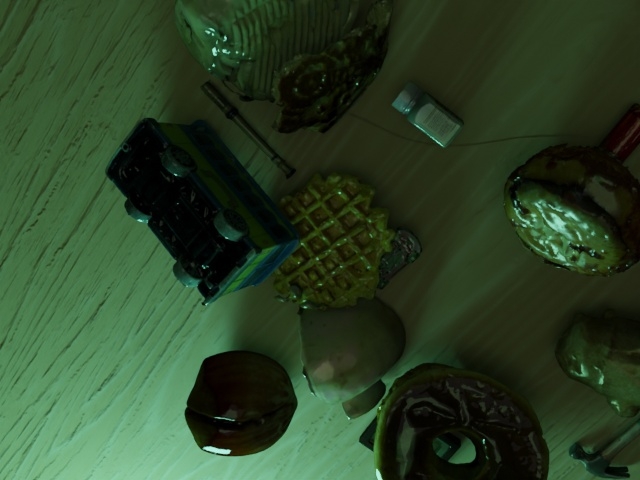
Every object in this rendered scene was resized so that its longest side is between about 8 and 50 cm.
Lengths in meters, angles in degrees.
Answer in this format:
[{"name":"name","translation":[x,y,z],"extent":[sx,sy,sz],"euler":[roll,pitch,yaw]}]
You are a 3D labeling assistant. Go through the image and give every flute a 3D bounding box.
[{"name":"flute","translation":[-0.134,-0.204,1.209],"extent":[0.233,0.027,0.027],"euler":[46,110,-5]}]

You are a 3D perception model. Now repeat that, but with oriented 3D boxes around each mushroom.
[{"name":"mushroom","translation":[0.071,0.223,1.236],"extent":[0.173,0.162,0.236],"euler":[-20,105,19]}]

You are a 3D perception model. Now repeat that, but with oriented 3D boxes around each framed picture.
[{"name":"framed picture","translation":[0.183,0.413,1.349],"extent":[0.168,0.023,0.128],"euler":[33,111,0]}]

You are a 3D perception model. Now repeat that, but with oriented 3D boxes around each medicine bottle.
[{"name":"medicine bottle","translation":[0.182,-0.215,1.115],"extent":[0.118,0.074,0.055],"euler":[37,112,-1]}]

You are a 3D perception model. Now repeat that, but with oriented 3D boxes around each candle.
[{"name":"candle","translation":[0.502,-0.171,1.078],"extent":[0.052,0.052,0.131],"euler":[33,111,-1]}]

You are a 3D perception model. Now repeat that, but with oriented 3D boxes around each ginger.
[{"name":"ginger","translation":[0.589,0.206,1.121],"extent":[0.354,0.126,0.190],"euler":[-8,78,27]}]

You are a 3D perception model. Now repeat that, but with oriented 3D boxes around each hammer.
[{"name":"hammer","translation":[0.609,0.344,1.235],"extent":[0.111,0.033,0.288],"euler":[37,111,-1]}]

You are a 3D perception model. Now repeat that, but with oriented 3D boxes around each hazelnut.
[{"name":"hazelnut","translation":[-0.156,0.327,1.309],"extent":[0.181,0.181,0.212],"euler":[10,100,30]}]

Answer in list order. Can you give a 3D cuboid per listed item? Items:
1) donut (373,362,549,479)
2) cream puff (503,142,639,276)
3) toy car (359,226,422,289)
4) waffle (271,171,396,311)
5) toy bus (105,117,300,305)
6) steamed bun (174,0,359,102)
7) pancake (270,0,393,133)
[{"name":"donut","translation":[0.253,0.391,1.245],"extent":[0.330,0.160,0.330],"euler":[0,88,2]},{"name":"cream puff","translation":[0.416,-0.055,1.058],"extent":[0.240,0.240,0.164],"euler":[44,80,-5]},{"name":"toy car","translation":[0.130,0.031,1.218],"extent":[0.069,0.055,0.142],"euler":[48,120,4]},{"name":"waffle","translation":[0.001,0.000,1.210],"extent":[0.280,0.060,0.262],"euler":[13,103,20]},{"name":"toy bus","translation":[-0.207,-0.060,1.151],"extent":[0.152,0.190,0.312],"euler":[-45,78,25]},{"name":"steamed bun","translation":[-0.099,-0.387,1.048],"extent":[0.280,0.268,0.207],"euler":[-45,60,8]},{"name":"pancake","translation":[0.020,-0.269,1.100],"extent":[0.257,0.212,0.056],"euler":[-31,65,-10]}]
